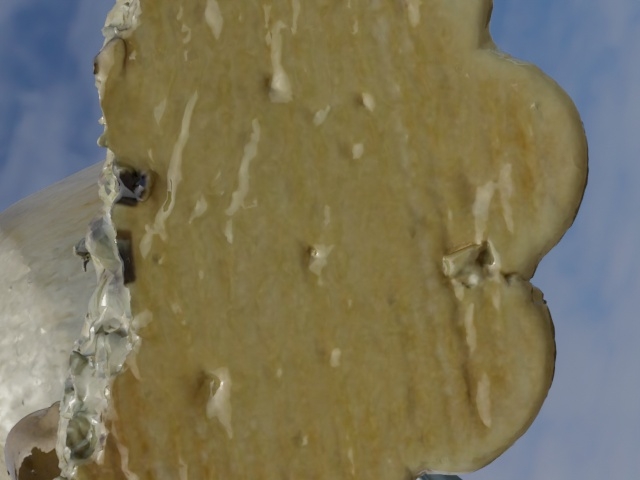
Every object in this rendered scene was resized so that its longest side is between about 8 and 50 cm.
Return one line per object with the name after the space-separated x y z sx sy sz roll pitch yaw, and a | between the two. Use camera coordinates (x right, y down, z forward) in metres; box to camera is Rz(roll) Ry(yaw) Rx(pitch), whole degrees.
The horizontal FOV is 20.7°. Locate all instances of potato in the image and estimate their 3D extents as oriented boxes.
-0.163 0.135 1.090 0.083 0.068 0.062 -44 -7 26 | potato

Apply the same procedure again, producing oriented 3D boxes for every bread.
0.000 0.000 0.630 0.039 0.181 0.251 -65 -17 -87 | bread

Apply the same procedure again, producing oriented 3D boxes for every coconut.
-0.103 0.088 1.449 0.415 0.415 0.345 -36 -70 -55 | coconut

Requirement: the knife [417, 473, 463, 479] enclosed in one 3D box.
0.142 0.209 0.800 0.080 0.331 0.044 7 -51 -53 | knife
